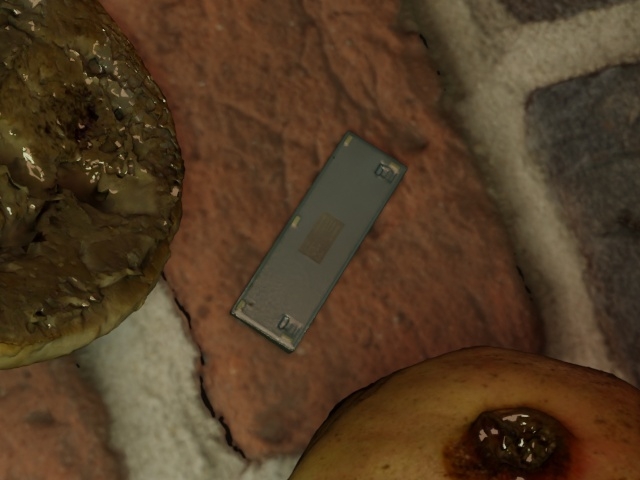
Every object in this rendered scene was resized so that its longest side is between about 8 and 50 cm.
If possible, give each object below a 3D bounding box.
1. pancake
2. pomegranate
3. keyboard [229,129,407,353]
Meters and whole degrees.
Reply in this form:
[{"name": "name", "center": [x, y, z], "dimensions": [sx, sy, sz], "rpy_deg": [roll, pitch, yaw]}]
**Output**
[{"name": "pancake", "center": [-0.256, -0.079, 1.228], "dimensions": [0.387, 0.082, 0.387], "rpy_deg": [23, 44, -24]}, {"name": "pomegranate", "center": [0.109, 0.219, 1.182], "dimensions": [0.322, 0.322, 0.322], "rpy_deg": [5, 70, -15]}, {"name": "keyboard", "center": [0.000, -0.001, 1.367], "dimensions": [0.055, 0.014, 0.176], "rpy_deg": [33, 65, -3]}]
